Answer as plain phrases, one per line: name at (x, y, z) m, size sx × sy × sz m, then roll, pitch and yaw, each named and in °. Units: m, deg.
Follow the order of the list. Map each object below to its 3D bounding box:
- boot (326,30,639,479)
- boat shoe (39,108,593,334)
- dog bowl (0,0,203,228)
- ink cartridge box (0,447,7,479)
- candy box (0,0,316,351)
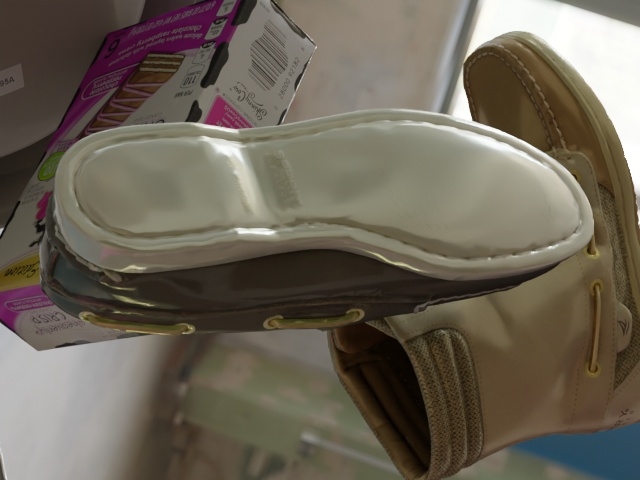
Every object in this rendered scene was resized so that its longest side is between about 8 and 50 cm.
boot at (0.092, 0.006, 1.117) m, size 0.095 × 0.203 × 0.262 m, roll -31°, pitch -106°, yaw 60°
boat shoe at (-0.001, -0.004, 0.993) m, size 0.091 × 0.305 × 0.109 m, roll 116°, pitch -34°, yaw -48°
dog bowl at (-0.239, -0.176, 1.254) m, size 0.349 × 0.102 × 0.348 m, roll -24°, pitch 133°, yaw -28°
ink cartridge box at (-0.376, 0.230, 1.524) m, size 0.307 × 0.072 × 0.303 m, roll 27°, pitch 39°, yaw -51°
candy box at (-0.115, -0.047, 1.206) m, size 0.071 × 0.159 × 0.233 m, roll 42°, pitch 55°, yaw -32°
